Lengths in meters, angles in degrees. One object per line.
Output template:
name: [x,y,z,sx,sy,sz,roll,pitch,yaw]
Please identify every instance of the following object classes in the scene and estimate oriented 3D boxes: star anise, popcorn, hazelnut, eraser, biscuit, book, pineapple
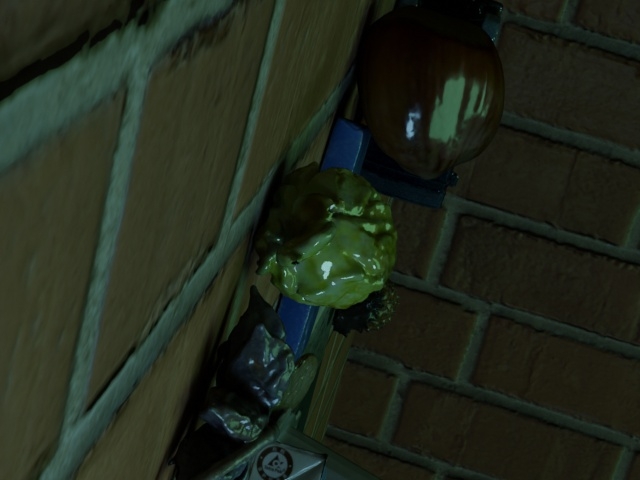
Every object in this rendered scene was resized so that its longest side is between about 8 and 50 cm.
star anise: [-0.080,0.168,1.205,0.262,0.081,0.230,-69,-175,-54]
popcorn: [0.009,-0.003,1.282,0.162,0.135,0.141,99,17,-71]
hazelnut: [0.125,-0.188,1.658,0.210,0.186,0.210,-30,146,-23]
eraser: [0.000,0.000,1.679,0.144,0.042,0.312,-32,139,-83]
biscuit: [-0.041,0.210,1.893,0.120,0.015,0.120,-46,156,-28]
book: [-0.044,0.254,2.106,0.264,0.031,0.379,-61,167,-50]
pineapple: [0.076,0.122,2.506,0.248,0.128,0.128,-19,126,-79]

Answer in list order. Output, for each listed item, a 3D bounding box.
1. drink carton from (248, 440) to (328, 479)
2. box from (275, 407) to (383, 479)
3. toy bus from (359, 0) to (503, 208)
drink carton: [-0.093,0.409,1.569,0.194,0.132,0.325,94,13,-67]
box: [-0.005,0.380,1.848,0.291,0.206,0.262,89,26,-74]
toy bus: [0.151,-0.215,1.934,0.194,0.162,0.323,106,3,-46]
